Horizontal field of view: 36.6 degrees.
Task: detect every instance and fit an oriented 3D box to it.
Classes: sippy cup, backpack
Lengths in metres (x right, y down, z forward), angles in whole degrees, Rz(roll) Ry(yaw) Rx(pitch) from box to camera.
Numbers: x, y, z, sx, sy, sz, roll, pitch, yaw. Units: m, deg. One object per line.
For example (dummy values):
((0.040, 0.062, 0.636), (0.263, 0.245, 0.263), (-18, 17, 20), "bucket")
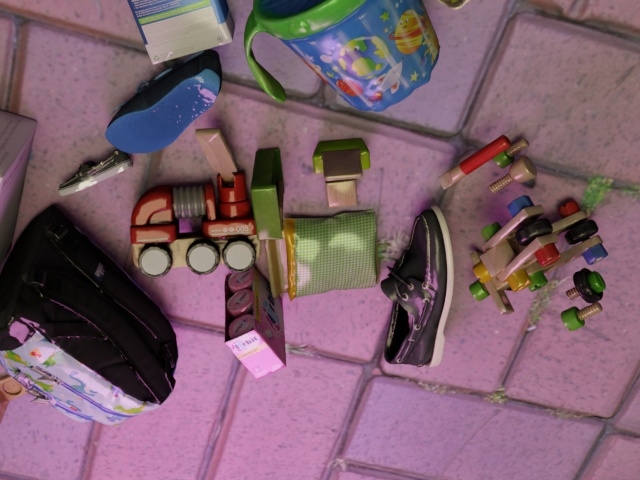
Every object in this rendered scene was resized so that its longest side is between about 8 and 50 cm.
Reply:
((0.057, -0.319, 1.418), (0.305, 0.240, 0.224), (-2, 141, 42), "sippy cup")
((-0.407, 0.167, 1.693), (0.355, 0.290, 0.273), (32, 125, -26), "backpack")

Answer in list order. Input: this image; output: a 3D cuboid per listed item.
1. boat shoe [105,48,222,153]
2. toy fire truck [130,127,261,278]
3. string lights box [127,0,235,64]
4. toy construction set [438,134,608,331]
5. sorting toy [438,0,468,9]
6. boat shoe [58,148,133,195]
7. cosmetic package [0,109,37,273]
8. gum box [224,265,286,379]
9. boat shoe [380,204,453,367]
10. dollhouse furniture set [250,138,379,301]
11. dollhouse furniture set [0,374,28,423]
((-0.238, -0.216, 1.542), (0.258, 0.089, 0.109), (-20, 135, 34), "boat shoe")
((-0.212, -0.068, 1.621), (0.217, 0.158, 0.246), (-4, 102, -4), "toy fire truck")
((-0.231, -0.407, 1.436), (0.133, 0.077, 0.260), (-14, 120, 8), "string lights box")
((0.305, 0.002, 1.626), (0.237, 0.257, 0.309), (-33, 96, 32), "toy construction set")
((0.215, -0.376, 1.455), (0.045, 0.075, 0.083), (39, 115, -21), "sorting toy")
((-0.384, -0.116, 1.637), (0.142, 0.049, 0.040), (-22, 100, 11), "boat shoe")
((-0.599, -0.016, 1.599), (0.156, 0.217, 0.385), (18, 122, -10), "cosmetic package")
((-0.116, 0.137, 1.709), (0.062, 0.188, 0.107), (-26, 125, 15), "gum box")
((0.160, 0.092, 1.714), (0.113, 0.127, 0.340), (-7, 131, -10), "boat shoe")
((0.000, 0.000, 1.638), (0.197, 0.151, 0.301), (-5, 121, 1), "dollhouse furniture set")
((-0.585, 0.265, 1.821), (0.151, 0.123, 0.144), (-23, 119, 14), "dollhouse furniture set")
